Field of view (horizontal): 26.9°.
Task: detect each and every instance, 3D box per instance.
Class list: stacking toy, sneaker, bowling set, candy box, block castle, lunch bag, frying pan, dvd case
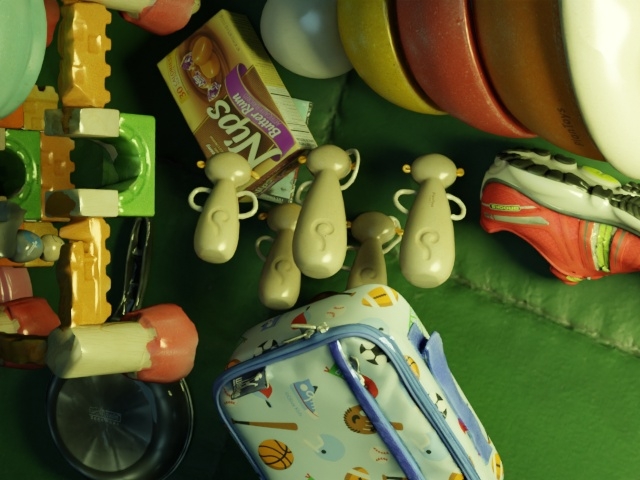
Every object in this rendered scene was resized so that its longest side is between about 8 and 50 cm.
[{"bbox_3d":[0.134,-0.236,1.324,0.480,0.350,0.350,2,94,34],"label":"stacking toy"},{"bbox_3d":[0.293,0.000,1.375,0.279,0.107,0.118,26,120,18],"label":"sneaker"},{"bbox_3d":[0.000,0.000,1.442,0.287,0.200,0.154,8,59,-2],"label":"bowling set"},{"bbox_3d":[-0.093,-0.148,1.486,0.109,0.053,0.186,-35,73,25],"label":"candy box"},{"bbox_3d":[-0.277,-0.074,1.449,0.303,0.213,0.453,-1,90,37],"label":"block castle"},{"bbox_3d":[0.044,0.195,1.391,0.243,0.115,0.303,-21,112,30],"label":"lunch bag"},{"bbox_3d":[-0.215,0.151,1.571,0.197,0.053,0.326,33,106,13],"label":"frying pan"},{"bbox_3d":[-0.062,-0.107,1.516,0.087,0.013,0.119,15,99,17],"label":"dvd case"}]

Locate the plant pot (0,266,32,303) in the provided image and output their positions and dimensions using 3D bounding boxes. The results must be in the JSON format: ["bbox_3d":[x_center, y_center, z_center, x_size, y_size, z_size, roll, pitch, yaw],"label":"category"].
[{"bbox_3d":[-0.471,0.074,1.579,0.201,0.180,0.201,1,93,19],"label":"plant pot"}]

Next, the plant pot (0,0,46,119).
[{"bbox_3d":[-0.390,-0.205,1.279,0.293,0.196,0.293,0,89,36],"label":"plant pot"}]
